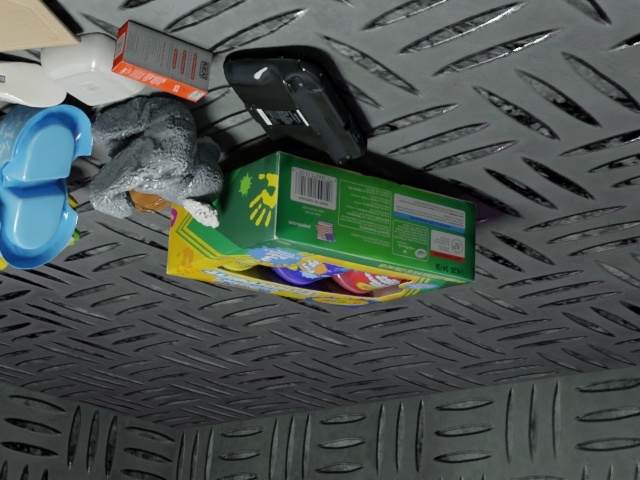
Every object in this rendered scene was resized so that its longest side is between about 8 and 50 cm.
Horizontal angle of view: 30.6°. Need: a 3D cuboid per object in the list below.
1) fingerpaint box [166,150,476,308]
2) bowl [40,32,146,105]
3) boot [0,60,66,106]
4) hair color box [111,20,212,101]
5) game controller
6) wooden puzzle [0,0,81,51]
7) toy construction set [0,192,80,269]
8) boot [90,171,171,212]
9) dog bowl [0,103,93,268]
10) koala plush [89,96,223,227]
[{"bbox_3d":[0.000,0.000,2.159,0.444,0.163,0.371,13,163,-34],"label":"fingerpaint box"},{"bbox_3d":[-0.350,-0.257,1.812,0.142,0.053,0.142,-7,156,31],"label":"bowl"},{"bbox_3d":[-0.504,-0.254,1.859,0.190,0.069,0.086,11,-179,-25],"label":"boot"},{"bbox_3d":[-0.234,-0.264,1.737,0.141,0.072,0.043,18,155,-29],"label":"hair color box"},{"bbox_3d":[-0.036,-0.210,1.872,0.166,0.067,0.319,12,162,23],"label":"game controller"},{"bbox_3d":[-0.489,-0.333,1.670,0.220,0.044,0.238,-2,163,18],"label":"wooden puzzle"},{"bbox_3d":[-0.595,-0.035,2.179,0.308,0.257,0.237,15,164,49],"label":"toy construction set"},{"bbox_3d":[-0.313,-0.100,2.200,0.197,0.073,0.152,-4,162,31],"label":"boot"},{"bbox_3d":[-0.484,-0.100,1.973,0.074,0.297,0.166,28,-157,32],"label":"dog bowl"},{"bbox_3d":[-0.243,-0.122,1.961,0.203,0.196,0.221,-23,144,28],"label":"koala plush"}]
